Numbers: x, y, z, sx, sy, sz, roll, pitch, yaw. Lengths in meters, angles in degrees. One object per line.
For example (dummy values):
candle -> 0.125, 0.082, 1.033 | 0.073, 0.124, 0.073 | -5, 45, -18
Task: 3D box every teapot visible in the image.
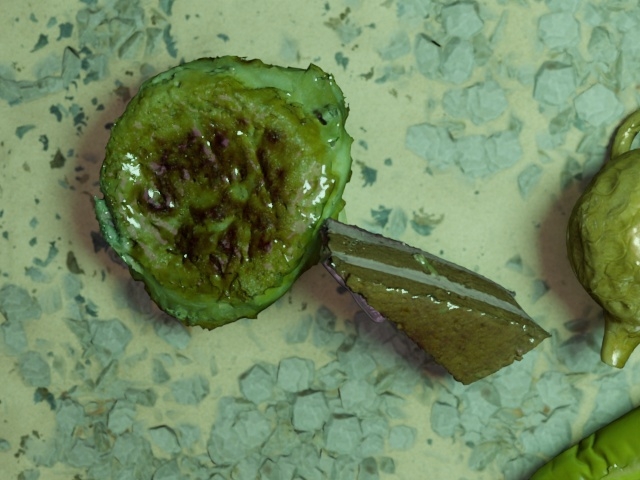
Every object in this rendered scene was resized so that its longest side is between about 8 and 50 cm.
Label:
teapot -> 0.355, -0.009, 1.076 | 0.167, 0.203, 0.311 | -12, 65, 51

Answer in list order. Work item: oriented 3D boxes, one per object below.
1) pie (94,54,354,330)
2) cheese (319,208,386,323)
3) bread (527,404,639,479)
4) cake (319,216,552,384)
pie -> -0.115, -0.063, 1.129 | 0.288, 0.103, 0.354 | 29, 100, 16
cheese -> 0.000, 0.000, 1.188 | 0.127, 0.050, 0.255 | -40, 86, 10
bread -> 0.413, 0.246, 1.096 | 0.384, 0.112, 0.166 | -35, 116, 15
cake -> 0.115, 0.071, 1.087 | 0.295, 0.116, 0.112 | 27, 113, -27
